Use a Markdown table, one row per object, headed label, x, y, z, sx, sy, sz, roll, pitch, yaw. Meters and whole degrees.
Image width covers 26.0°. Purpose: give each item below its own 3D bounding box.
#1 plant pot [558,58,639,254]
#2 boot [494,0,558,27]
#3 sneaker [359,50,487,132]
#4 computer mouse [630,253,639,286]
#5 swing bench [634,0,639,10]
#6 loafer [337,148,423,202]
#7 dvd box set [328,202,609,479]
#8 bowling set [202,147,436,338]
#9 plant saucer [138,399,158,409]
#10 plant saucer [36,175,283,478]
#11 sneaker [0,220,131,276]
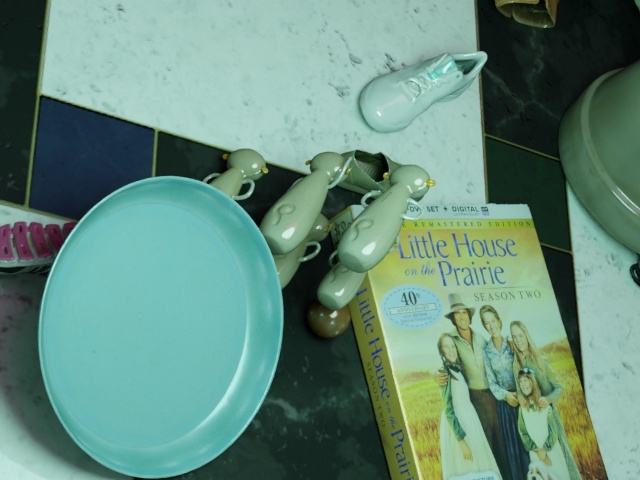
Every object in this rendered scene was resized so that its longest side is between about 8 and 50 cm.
| label | x | y | z | sx | sy | sz | roll | pitch | yaw |
| --- | --- | --- | --- | --- | --- | --- | --- | --- | --- |
| plant pot | 0.547 | -0.165 | 1.964 | 0.323 | 0.280 | 0.323 | 12 | 56 | -19 |
| boot | 0.352 | -0.434 | 2.117 | 0.283 | 0.109 | 0.220 | 7 | 71 | -44 |
| sneaker | 0.142 | -0.214 | 1.866 | 0.212 | 0.094 | 0.080 | -30 | 88 | -40 |
| computer mouse | 0.552 | 0.024 | 2.064 | 0.184 | 0.060 | 0.262 | 41 | 54 | -1 |
| swing bench | 0.550 | -0.481 | 2.159 | 0.254 | 0.165 | 0.253 | -47 | 133 | -6 |
| loafer | 0.081 | -0.082 | 1.787 | 0.148 | 0.050 | 0.056 | 9 | 63 | -31 |
| dvd box set | 0.192 | 0.155 | 1.741 | 0.308 | 0.062 | 0.420 | 0 | 68 | -35 |
| bowling set | 0.000 | 0.000 | 1.639 | 0.154 | 0.287 | 0.199 | -53 | 144 | -32 |
| plant saucer | -0.207 | 0.145 | 1.500 | 0.083 | 0.015 | 0.083 | 15 | 60 | -28 |
| plant saucer | -0.171 | 0.091 | 1.468 | 0.318 | 0.044 | 0.317 | -2 | 93 | -42 |
| sneaker | -0.284 | 0.022 | 1.478 | 0.170 | 0.074 | 0.063 | -7 | 44 | -15 |
